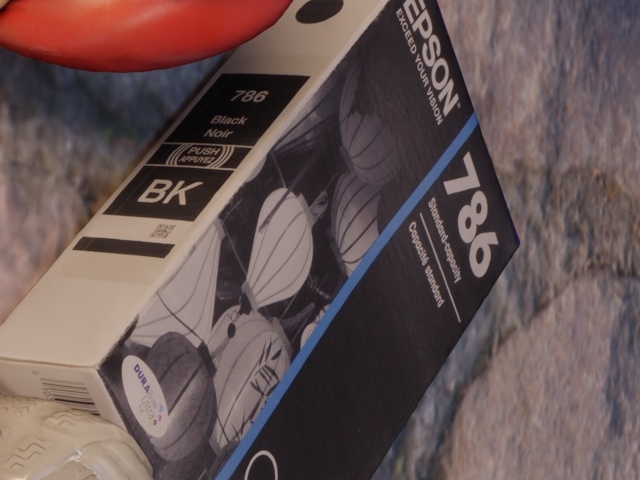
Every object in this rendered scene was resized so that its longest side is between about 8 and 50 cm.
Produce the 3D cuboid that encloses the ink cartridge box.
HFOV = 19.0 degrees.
[{"bbox_3d":[0.000,0.000,0.806,0.332,0.065,0.165,-56,136,-39],"label":"ink cartridge box"}]

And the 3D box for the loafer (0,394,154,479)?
[{"bbox_3d":[-0.066,0.196,0.694,0.111,0.112,0.319,-52,126,-34],"label":"loafer"}]

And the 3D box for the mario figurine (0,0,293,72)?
[{"bbox_3d":[-0.092,-0.174,0.542,0.198,0.170,0.320,-44,129,0],"label":"mario figurine"}]
